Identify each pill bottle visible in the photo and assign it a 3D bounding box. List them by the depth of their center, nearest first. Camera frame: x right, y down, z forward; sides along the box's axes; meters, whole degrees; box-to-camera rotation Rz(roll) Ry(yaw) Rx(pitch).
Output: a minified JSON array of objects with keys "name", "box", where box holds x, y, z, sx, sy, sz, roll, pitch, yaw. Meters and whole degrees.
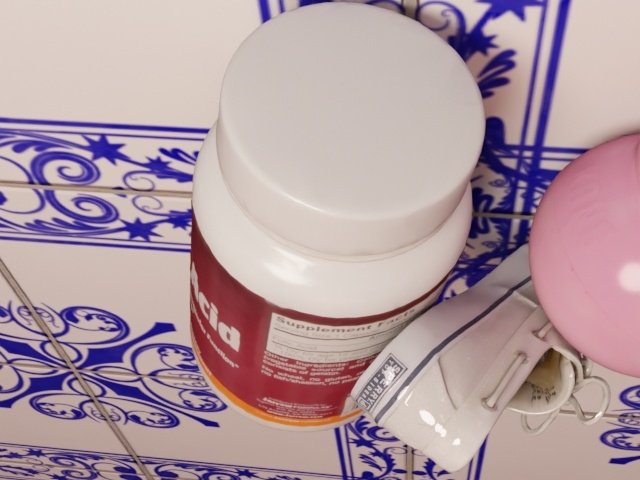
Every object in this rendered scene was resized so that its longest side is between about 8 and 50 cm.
[{"name":"pill bottle","box":[0.000,0.000,0.862,0.224,0.224,0.392,10,149,-3]}]

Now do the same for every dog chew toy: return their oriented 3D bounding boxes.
[{"name":"dog chew toy","box":[0.313,-0.030,0.772,0.206,0.207,0.332,20,140,-20]}]

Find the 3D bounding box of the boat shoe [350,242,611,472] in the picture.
[{"name":"boat shoe","box":[0.182,0.108,0.892,0.156,0.367,0.136,43,119,16]}]
